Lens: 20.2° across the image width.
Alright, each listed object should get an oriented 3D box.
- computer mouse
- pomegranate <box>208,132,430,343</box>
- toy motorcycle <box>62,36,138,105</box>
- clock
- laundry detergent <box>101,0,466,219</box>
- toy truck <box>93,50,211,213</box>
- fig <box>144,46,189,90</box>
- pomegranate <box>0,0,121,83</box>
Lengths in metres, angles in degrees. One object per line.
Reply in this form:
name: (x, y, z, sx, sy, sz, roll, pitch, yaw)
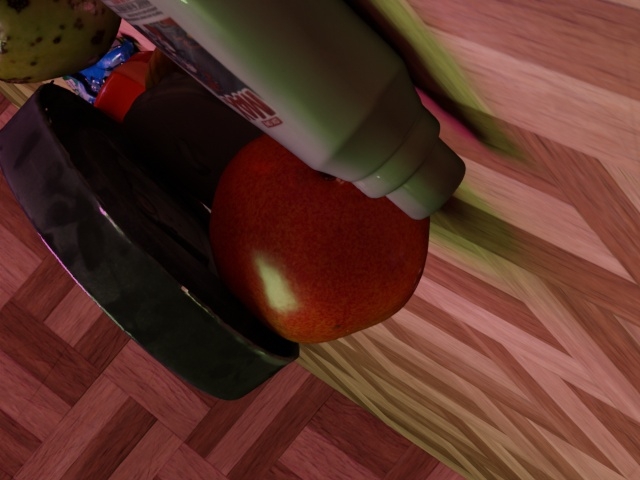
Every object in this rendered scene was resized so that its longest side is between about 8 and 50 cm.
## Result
computer mouse: (-0.061, -0.058, 1.916, 0.331, 0.095, 0.197, 35, 146, -29)
pomegranate: (0.000, 0.000, 1.771, 0.221, 0.221, 0.257, 37, 165, 20)
toy motorcycle: (-0.283, -0.219, 2.340, 0.135, 0.092, 0.254, 53, 159, -22)
clock: (-0.175, 0.002, 1.833, 0.386, 0.076, 0.386, 47, -172, -8)
laundry detergent: (-0.050, -0.166, 1.427, 0.398, 0.125, 0.264, 40, 171, -19)
toy truck: (-0.196, -0.081, 2.126, 0.265, 0.239, 0.189, 46, 171, -38)
fig: (-0.172, -0.193, 1.970, 0.166, 0.093, 0.093, 46, 174, 17)
pomegranate: (-0.296, -0.279, 1.774, 0.214, 0.214, 0.248, 36, 138, 28)
